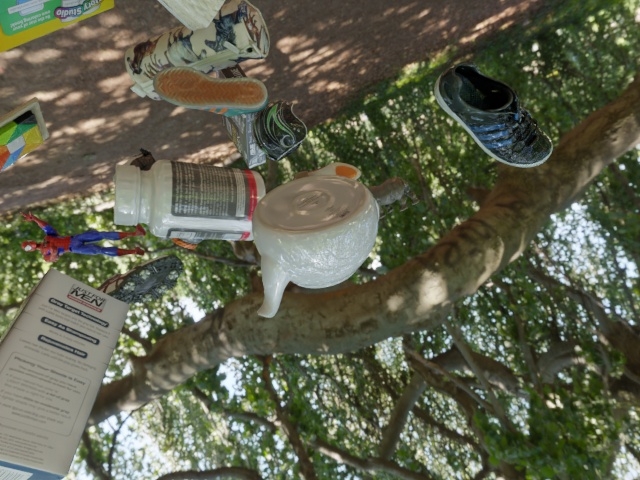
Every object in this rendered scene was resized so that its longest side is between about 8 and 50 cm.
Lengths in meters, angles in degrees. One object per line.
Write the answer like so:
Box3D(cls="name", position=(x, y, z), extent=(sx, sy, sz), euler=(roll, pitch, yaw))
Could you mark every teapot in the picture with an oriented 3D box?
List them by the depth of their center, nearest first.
Box3D(cls="teapot", position=(0.000, 0.000, 0.797), extent=(0.255, 0.187, 0.253), euler=(-9, -145, 4))

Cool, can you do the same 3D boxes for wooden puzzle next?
Box3D(cls="wooden puzzle", position=(-0.889, -0.288, 1.192), extent=(0.221, 0.044, 0.238), euler=(-53, -168, -29))

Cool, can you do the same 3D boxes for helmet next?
Box3D(cls="helmet", position=(-0.131, -0.347, 1.279), extent=(0.169, 0.162, 0.169), euler=(-35, -173, 5))

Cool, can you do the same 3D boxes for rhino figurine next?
Box3D(cls="rhino figurine", position=(0.195, -0.132, 1.344), extent=(0.243, 0.107, 0.073), euler=(-19, -168, 46))

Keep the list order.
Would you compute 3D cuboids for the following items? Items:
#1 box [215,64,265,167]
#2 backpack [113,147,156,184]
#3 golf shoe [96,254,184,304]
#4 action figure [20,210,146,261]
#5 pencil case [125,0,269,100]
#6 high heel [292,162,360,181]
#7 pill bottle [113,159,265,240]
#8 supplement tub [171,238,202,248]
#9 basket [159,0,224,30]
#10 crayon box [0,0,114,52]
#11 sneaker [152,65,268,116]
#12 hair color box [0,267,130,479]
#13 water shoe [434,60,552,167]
Box3D(cls="box", position=(-0.284, -0.452, 1.493), extent=(0.076, 0.243, 0.308), euler=(-25, 158, -19))
Box3D(cls="backpack", position=(-0.640, -0.226, 1.465), extent=(0.115, 0.152, 0.182), euler=(-33, -162, 18))
Box3D(cls="golf shoe", position=(-0.465, 0.106, 0.999), extent=(0.272, 0.105, 0.120), euler=(-35, -134, -7))
Box3D(cls="action figure", position=(-0.581, -0.006, 0.975), extent=(0.279, 0.092, 0.139), euler=(-4, 160, -1))
Box3D(cls="pencil case", position=(-0.354, -0.539, 1.184), extent=(0.409, 0.160, 0.184), euler=(-15, -133, 15))
Box3D(cls="high heel", position=(0.018, -0.216, 1.478), extent=(0.243, 0.082, 0.117), euler=(-13, 172, -11))
Box3D(cls="pill bottle", position=(-0.302, -0.092, 0.960), extent=(0.318, 0.177, 0.176), euler=(3, 174, -28))
Box3D(cls="supplement tub", position=(-0.460, -0.073, 1.500), extent=(0.191, 0.116, 0.117), euler=(-64, -177, 7))
Box3D(cls="basket", position=(-0.322, -0.600, 0.976), extent=(0.103, 0.167, 0.113), euler=(33, -90, 44))
Box3D(cls="crayon box", position=(-0.658, -0.644, 0.941), extent=(0.363, 0.106, 0.313), euler=(-51, 180, -35))
Box3D(cls="sneaker", position=(-0.296, -0.395, 1.139), extent=(0.301, 0.108, 0.121), euler=(6, 177, -7))
Box3D(cls="hair color box", position=(-0.485, 0.231, 0.727), extent=(0.105, 0.173, 0.348), euler=(-39, -148, 23))
Box3D(cls="water shoe", position=(0.250, -0.169, 0.578), extent=(0.073, 0.203, 0.080), euler=(-58, -173, 2))
